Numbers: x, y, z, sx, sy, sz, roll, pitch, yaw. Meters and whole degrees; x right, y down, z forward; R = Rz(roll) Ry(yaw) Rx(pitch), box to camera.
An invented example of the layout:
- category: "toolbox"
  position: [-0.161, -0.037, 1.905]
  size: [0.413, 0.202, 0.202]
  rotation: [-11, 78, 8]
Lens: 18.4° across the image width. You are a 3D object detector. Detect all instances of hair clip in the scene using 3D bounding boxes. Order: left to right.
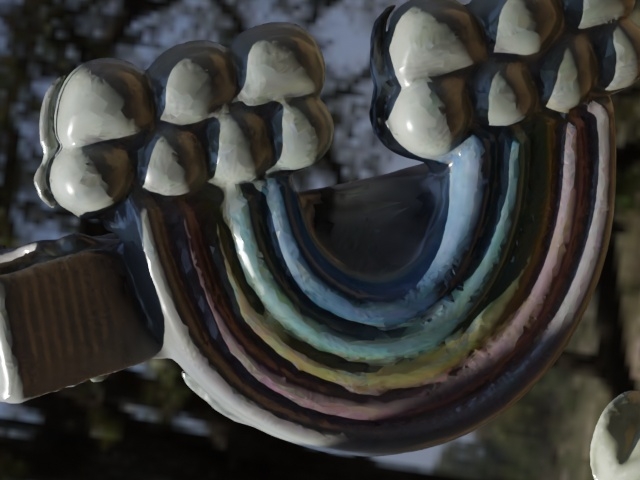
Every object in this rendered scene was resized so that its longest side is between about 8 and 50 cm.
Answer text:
- category: "hair clip"
  position: [0.000, 0.000, 0.600]
  size: [0.054, 0.220, 0.140]
  rotation: [-145, 43, -78]

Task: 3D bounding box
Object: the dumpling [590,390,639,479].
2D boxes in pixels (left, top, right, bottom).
- category: "dumpling"
  position: [0.238, 0.179, 1.243]
  size: [0.169, 0.100, 0.134]
  rotation: [38, -114, -32]
